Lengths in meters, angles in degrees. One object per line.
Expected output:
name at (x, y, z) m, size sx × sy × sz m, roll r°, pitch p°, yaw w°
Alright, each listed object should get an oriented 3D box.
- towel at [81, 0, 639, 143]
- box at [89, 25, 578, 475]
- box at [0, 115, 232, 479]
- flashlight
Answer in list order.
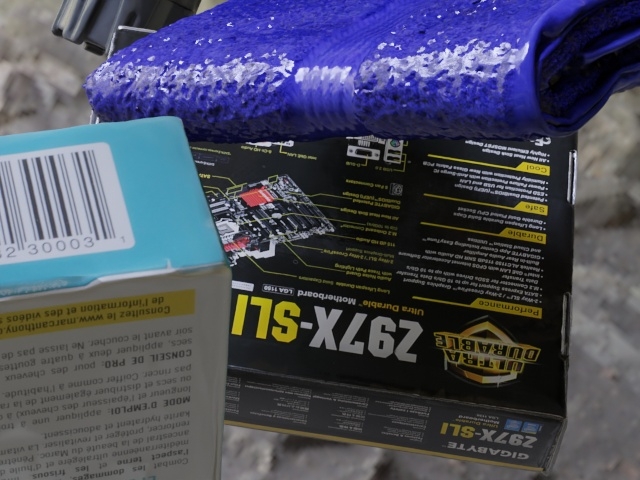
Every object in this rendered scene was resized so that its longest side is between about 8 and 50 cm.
towel at (0.049, -0.111, 0.931) m, size 0.308 × 0.076 × 0.227 m, roll 2°, pitch 17°, yaw 40°
box at (0.000, 0.000, 1.099) m, size 0.322 × 0.079 × 0.257 m, roll 8°, pitch 55°, yaw -1°
box at (-0.085, 0.075, 0.519) m, size 0.100 × 0.244 × 0.060 m, roll -8°, pitch 48°, yaw -14°
flashlight at (-0.112, -0.281, 1.292) m, size 0.103 × 0.304 × 0.103 m, roll 23°, pitch 2°, yaw -35°
